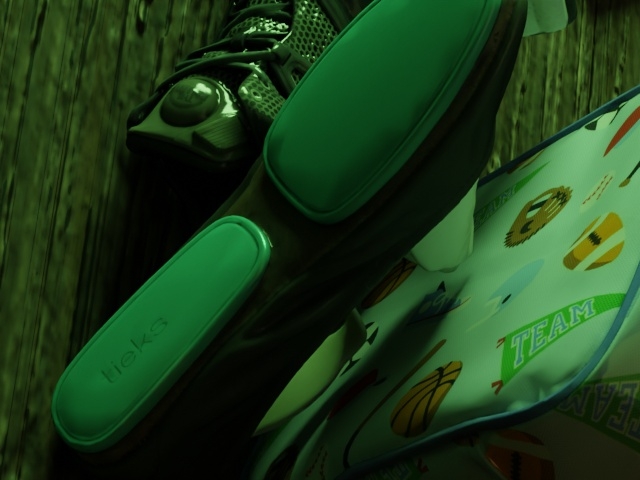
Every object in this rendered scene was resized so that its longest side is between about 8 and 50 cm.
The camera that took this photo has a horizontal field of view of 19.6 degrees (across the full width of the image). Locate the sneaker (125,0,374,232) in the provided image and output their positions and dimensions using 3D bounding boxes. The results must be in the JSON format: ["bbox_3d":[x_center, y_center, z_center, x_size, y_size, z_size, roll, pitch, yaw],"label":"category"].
[{"bbox_3d":[-0.023,-0.094,0.869,0.130,0.087,0.228,9,81,-53],"label":"sneaker"}]

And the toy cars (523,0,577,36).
[{"bbox_3d":[0.057,-0.256,0.945,0.176,0.087,0.394,57,22,-64],"label":"toy cars"}]

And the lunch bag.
[{"bbox_3d":[0.100,0.045,0.817,0.115,0.303,0.243,42,54,-14],"label":"lunch bag"}]

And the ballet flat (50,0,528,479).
[{"bbox_3d":[0.000,0.000,0.793,0.096,0.280,0.095,33,15,-43],"label":"ballet flat"}]
